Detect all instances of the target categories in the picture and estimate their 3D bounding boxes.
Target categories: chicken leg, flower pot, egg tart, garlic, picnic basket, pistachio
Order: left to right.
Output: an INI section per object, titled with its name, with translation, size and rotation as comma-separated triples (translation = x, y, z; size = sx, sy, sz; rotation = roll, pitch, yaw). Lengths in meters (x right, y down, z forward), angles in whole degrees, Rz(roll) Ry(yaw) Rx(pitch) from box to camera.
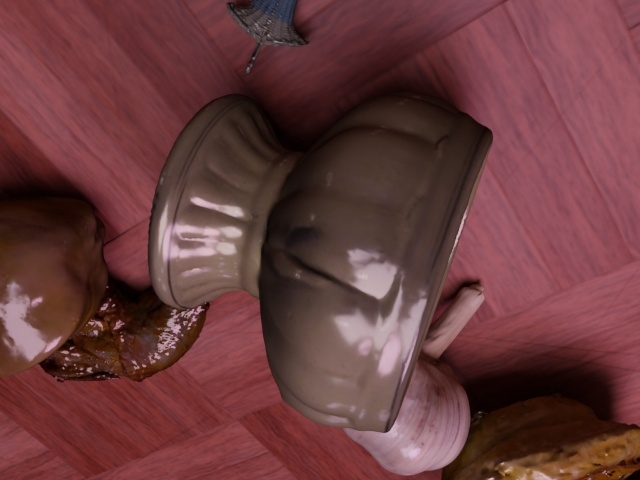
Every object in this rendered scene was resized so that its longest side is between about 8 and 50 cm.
[pistachio]
translation = -0.369, 0.046, 0.699
size = 0.260, 0.213, 0.163
rotation = -1, 143, 18
[chicken leg]
translation = -0.242, 0.085, 0.784
size = 0.322, 0.083, 0.177
rotation = -5, 105, 14
[picnic basket]
translation = -0.052, -0.192, 0.579
size = 0.083, 0.065, 0.083
rotation = 19, 103, -16
[flower pot]
translation = 0.000, 0.000, 0.580
size = 0.244, 0.307, 0.307
rotation = 20, 126, 13
[garlic]
translation = 0.124, 0.147, 0.727
size = 0.199, 0.199, 0.226
rotation = 40, 94, -18
[egg tart]
translation = 0.260, 0.280, 0.791
size = 0.290, 0.115, 0.290
rotation = -12, 148, -8
